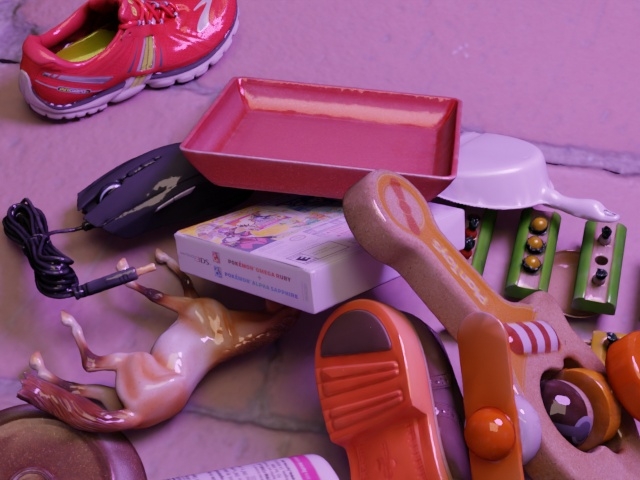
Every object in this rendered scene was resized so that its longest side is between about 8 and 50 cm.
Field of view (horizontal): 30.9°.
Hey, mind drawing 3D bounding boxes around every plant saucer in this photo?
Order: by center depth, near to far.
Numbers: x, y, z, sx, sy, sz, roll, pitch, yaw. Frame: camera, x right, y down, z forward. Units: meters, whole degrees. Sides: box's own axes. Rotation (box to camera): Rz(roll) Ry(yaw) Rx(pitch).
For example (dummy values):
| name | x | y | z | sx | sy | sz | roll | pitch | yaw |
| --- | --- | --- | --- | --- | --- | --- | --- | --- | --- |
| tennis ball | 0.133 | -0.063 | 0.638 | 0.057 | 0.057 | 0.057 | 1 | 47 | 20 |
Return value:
| name | x | y | z | sx | sy | sz | roll | pitch | yaw |
| --- | --- | --- | --- | --- | --- | --- | --- | --- | --- |
| plant saucer | -0.248 | 0.221 | 1.000 | 0.199 | 0.036 | 0.198 | 2 | 55 | -3 |
| plant saucer | 0.011 | -0.101 | 1.179 | 0.259 | 0.047 | 0.258 | 7 | 24 | 5 |
| plant saucer | 0.259 | 0.047 | 1.189 | 0.084 | 0.015 | 0.083 | 3 | 54 | -4 |

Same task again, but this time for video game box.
| name | x | y | z | sx | sy | sz | roll | pitch | yaw |
| --- | --- | --- | --- | --- | --- | --- | --- | --- | --- |
| video game box | 0.000 | 0.000 | 1.089 | 0.205 | 0.048 | 0.187 | -21 | 27 | -40 |

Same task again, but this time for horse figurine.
| name | x | y | z | sx | sy | sz | roll | pitch | yaw |
| --- | --- | --- | --- | --- | --- | --- | --- | --- | --- |
| horse figurine | -0.154 | 0.099 | 1.077 | 0.174 | 0.066 | 0.263 | 33 | 52 | 20 |

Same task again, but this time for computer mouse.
| name | x | y | z | sx | sy | sz | roll | pitch | yaw |
| --- | --- | --- | --- | --- | --- | --- | --- | --- | --- |
| computer mouse | -0.174 | -0.032 | 1.134 | 0.262 | 0.060 | 0.184 | -16 | 35 | -16 |

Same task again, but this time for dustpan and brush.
| name | x | y | z | sx | sy | sz | roll | pitch | yaw |
| --- | --- | --- | --- | --- | --- | --- | --- | --- | --- |
| dustpan and brush | 0.210 | -0.058 | 1.202 | 0.211 | 0.060 | 0.147 | 10 | 27 | 37 |

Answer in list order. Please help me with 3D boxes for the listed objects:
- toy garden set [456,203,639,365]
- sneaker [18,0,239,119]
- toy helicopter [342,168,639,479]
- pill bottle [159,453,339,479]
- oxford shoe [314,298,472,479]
| name | x | y | z | sx | sy | sz | roll | pitch | yaw |
| --- | --- | --- | --- | --- | --- | --- | --- | --- | --- |
| toy garden set | 0.237 | 0.046 | 1.140 | 0.244 | 0.049 | 0.203 | 11 | 51 | 12 |
| sneaker | -0.201 | -0.228 | 1.269 | 0.279 | 0.118 | 0.107 | -33 | 65 | -25 |
| toy helicopter | 0.139 | 0.092 | 0.964 | 0.355 | 0.140 | 0.235 | 48 | 37 | -3 |
| pill bottle | -0.120 | 0.268 | 0.897 | 0.283 | 0.160 | 0.160 | -8 | 56 | -15 |
| oxford shoe | 0.097 | 0.228 | 0.979 | 0.133 | 0.130 | 0.363 | 14 | 63 | -49 |
